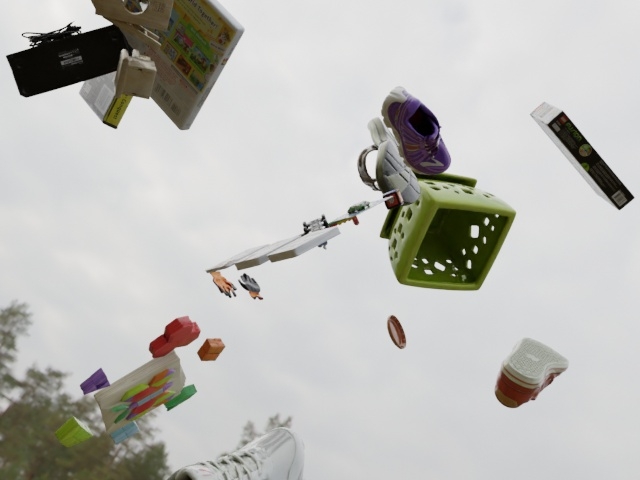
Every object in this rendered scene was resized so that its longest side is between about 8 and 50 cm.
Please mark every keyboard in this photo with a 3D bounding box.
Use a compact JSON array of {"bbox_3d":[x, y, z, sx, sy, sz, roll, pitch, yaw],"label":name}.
[{"bbox_3d":[-0.411,-0.305,1.314,0.038,0.192,0.100,-165,-123,-79],"label":"keyboard"}]

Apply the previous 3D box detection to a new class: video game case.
[{"bbox_3d":[-0.243,-0.330,1.298,0.227,0.026,0.206,48,-57,17],"label":"video game case"},{"bbox_3d":[-0.404,-0.375,1.637,0.035,0.248,0.275,24,9,-33],"label":"video game case"}]

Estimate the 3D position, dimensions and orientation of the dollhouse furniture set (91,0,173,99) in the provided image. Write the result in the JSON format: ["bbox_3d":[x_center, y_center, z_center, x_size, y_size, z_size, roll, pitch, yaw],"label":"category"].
[{"bbox_3d":[-0.274,-0.303,1.086,0.101,0.182,0.161,9,-61,-23],"label":"dollhouse furniture set"}]

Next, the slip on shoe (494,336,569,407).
[{"bbox_3d":[0.474,0.298,1.813,0.123,0.331,0.101,32,-70,23],"label":"slip on shoe"}]

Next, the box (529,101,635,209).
[{"bbox_3d":[0.459,-0.151,1.409,0.036,0.114,0.207,-42,-75,11],"label":"box"}]

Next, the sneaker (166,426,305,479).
[{"bbox_3d":[-0.107,0.275,0.874,0.090,0.232,0.115,29,-38,35],"label":"sneaker"}]

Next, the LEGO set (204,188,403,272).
[{"bbox_3d":[0.000,0.000,1.009,0.182,0.244,0.060,-14,-79,48],"label":"LEGO set"}]

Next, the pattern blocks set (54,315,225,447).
[{"bbox_3d":[-0.275,0.236,1.247,0.026,0.285,0.325,54,-8,19],"label":"pattern blocks set"}]

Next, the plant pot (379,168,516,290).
[{"bbox_3d":[0.274,-0.038,1.838,0.227,0.207,0.228,7,-58,-25],"label":"plant pot"}]

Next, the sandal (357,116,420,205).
[{"bbox_3d":[0.116,-0.137,1.497,0.086,0.303,0.120,-31,-68,13],"label":"sandal"}]

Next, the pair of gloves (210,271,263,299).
[{"bbox_3d":[-0.139,0.074,1.335,0.083,0.010,0.074,7,27,-32],"label":"pair of gloves"}]

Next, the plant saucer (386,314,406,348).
[{"bbox_3d":[0.176,0.215,1.869,0.013,0.084,0.083,-25,-56,21],"label":"plant saucer"}]

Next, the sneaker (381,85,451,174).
[{"bbox_3d":[0.144,-0.143,1.132,0.071,0.068,0.170,34,-7,44],"label":"sneaker"}]
